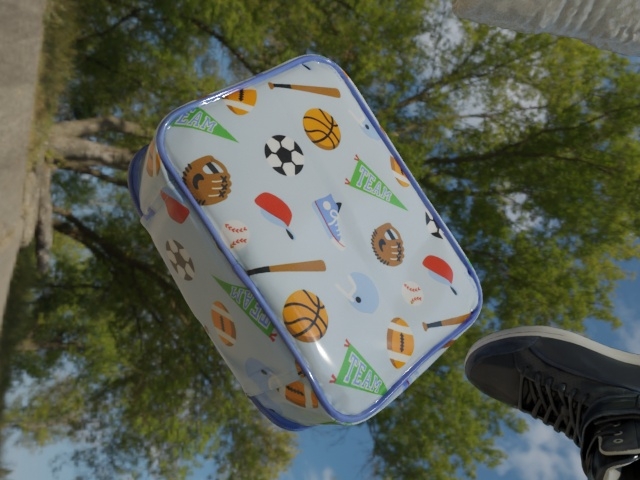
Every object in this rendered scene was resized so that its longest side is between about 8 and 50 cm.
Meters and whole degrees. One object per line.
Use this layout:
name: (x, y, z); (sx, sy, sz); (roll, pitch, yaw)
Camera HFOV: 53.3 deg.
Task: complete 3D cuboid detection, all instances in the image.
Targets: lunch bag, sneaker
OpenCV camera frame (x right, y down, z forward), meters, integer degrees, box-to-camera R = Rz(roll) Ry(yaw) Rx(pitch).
lunch bag: (0.000, 0.000, 0.559); (0.115, 0.243, 0.303); (-30, -87, 52)
sneaker: (0.210, 0.149, 0.538); (0.226, 0.163, 0.086); (6, -67, 33)

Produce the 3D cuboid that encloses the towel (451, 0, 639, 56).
towel: (0.224, -0.286, 0.474); (0.049, 0.187, 0.282); (-90, -169, -51)
